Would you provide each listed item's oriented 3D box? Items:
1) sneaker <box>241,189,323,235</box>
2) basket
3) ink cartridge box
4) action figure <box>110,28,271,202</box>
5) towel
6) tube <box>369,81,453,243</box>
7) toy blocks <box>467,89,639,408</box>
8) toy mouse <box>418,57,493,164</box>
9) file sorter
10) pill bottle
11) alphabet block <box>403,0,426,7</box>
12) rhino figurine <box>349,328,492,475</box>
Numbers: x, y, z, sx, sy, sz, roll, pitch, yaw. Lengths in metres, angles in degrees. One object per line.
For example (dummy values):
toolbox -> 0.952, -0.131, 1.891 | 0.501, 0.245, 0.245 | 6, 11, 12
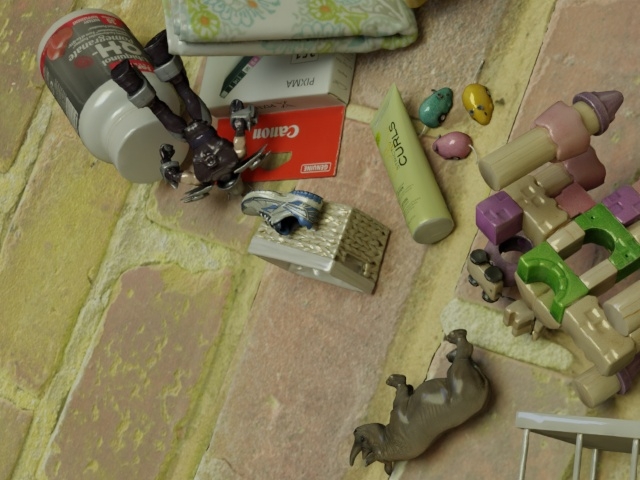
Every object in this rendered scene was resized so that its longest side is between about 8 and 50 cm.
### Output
sneaker -> -0.061, -0.038, 1.763 | 0.135, 0.052, 0.058 | -1, 71, 38
basket -> 0.000, 0.000, 1.804 | 0.167, 0.113, 0.103 | 13, 80, 41
ink cartridge box -> -0.079, -0.215, 1.986 | 0.275, 0.060, 0.239 | -2, 71, 38
action figure -> -0.194, -0.178, 1.950 | 0.185, 0.285, 0.099 | -34, 19, 4
towel -> -0.062, -0.418, 1.896 | 0.374, 0.090, 0.321 | -4, 64, -11
tube -> 0.120, -0.105, 1.784 | 0.070, 0.062, 0.240 | -27, 56, 14
toy blocks -> 0.357, -0.001, 1.487 | 0.260, 0.309, 0.288 | -31, 63, -14
toy mouse -> 0.175, -0.166, 1.781 | 0.143, 0.031, 0.161 | -23, 60, 30
file sorter -> 0.368, 0.289, 1.351 | 0.277, 0.193, 0.173 | -1, 75, 38
pill bottle -> -0.343, -0.239, 2.126 | 0.176, 0.176, 0.318 | -49, 51, 14
alphabet block -> 0.133, -0.478, 1.765 | 0.193, 0.197, 0.192 | -38, 75, 1
rhino figurine -> 0.123, 0.227, 1.647 | 0.243, 0.073, 0.106 | -40, 50, 22
